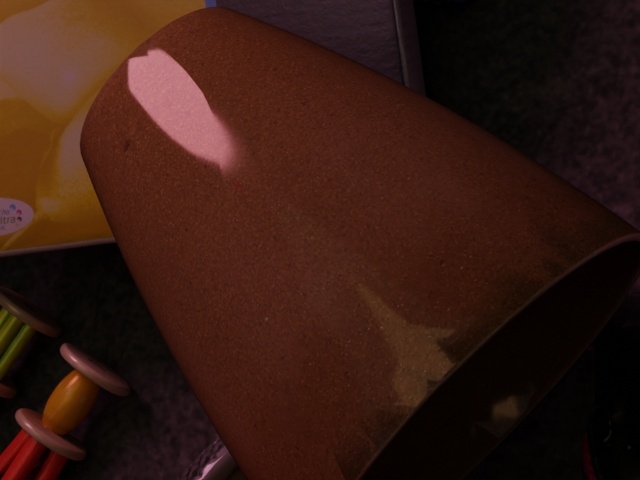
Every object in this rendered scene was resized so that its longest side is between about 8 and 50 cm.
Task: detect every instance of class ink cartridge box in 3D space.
[{"bbox_3d":[-0.101,-0.155,1.001,0.303,0.072,0.307,-7,100,12],"label":"ink cartridge box"}]

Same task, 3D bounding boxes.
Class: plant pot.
[{"bbox_3d":[0.000,0.000,0.880,0.237,0.237,0.254,-46,72,5],"label":"plant pot"}]

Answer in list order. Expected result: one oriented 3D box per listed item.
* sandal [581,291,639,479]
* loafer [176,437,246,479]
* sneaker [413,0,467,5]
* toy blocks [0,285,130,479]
[{"bbox_3d":[0.169,0.112,0.902,0.067,0.040,0.179,-7,71,23],"label":"sandal"},{"bbox_3d":[-0.077,0.217,0.969,0.087,0.094,0.251,31,86,-4],"label":"loafer"},{"bbox_3d":[0.054,-0.178,1.031,0.221,0.083,0.087,-27,74,20],"label":"sneaker"},{"bbox_3d":[-0.206,0.121,1.068,0.123,0.054,0.148,36,91,29],"label":"toy blocks"}]
